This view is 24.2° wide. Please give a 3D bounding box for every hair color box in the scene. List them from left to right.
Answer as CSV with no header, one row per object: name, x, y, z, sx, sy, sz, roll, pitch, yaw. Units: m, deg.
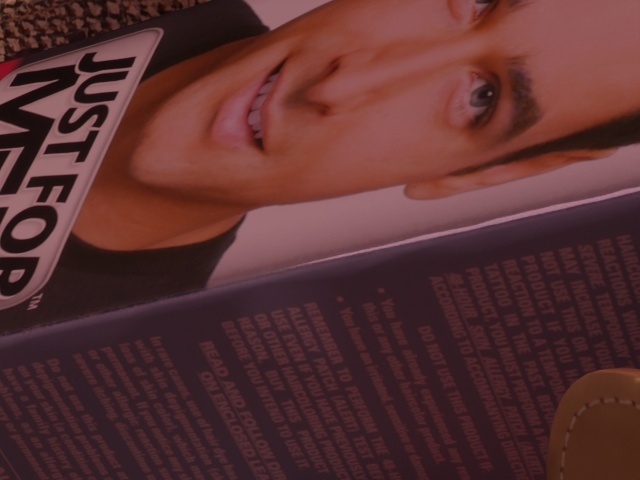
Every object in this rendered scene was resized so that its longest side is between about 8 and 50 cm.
hair color box,0.000,0.000,0.479,0.375,0.113,0.185,-13,34,19

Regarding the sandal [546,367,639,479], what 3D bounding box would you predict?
sandal,0.139,0.106,0.286,0.079,0.088,0.240,-4,30,-27

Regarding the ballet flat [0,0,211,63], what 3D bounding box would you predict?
ballet flat,-0.048,-0.189,0.725,0.483,0.182,0.164,-35,34,-15
